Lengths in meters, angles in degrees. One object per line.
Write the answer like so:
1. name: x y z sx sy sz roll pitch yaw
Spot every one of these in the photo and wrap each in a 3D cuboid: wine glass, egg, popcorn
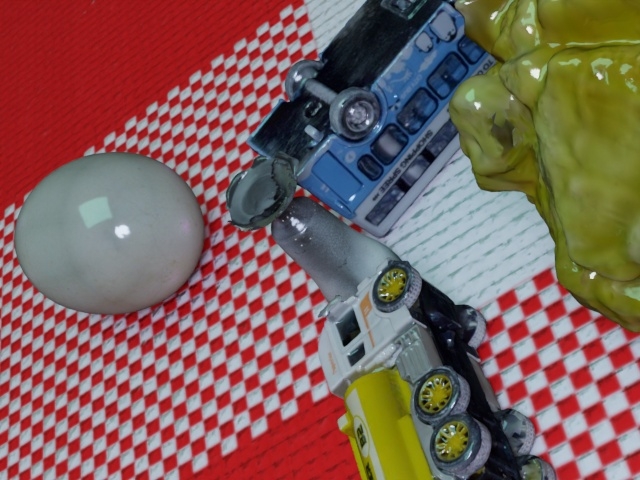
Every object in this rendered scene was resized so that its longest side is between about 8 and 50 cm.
1. wine glass: 0.000 0.000 0.985 0.072 0.155 0.072 -25 45 27
2. egg: -0.201 -0.006 1.180 0.209 0.151 0.151 -3 57 42
3. popcorn: 0.212 -0.083 0.780 0.258 0.270 0.224 -40 -5 28

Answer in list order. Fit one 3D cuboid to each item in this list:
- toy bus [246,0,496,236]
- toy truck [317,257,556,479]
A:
1. toy bus: 0.083 -0.151 1.051 0.297 0.131 0.106 -50 39 0
2. toy truck: 0.068 0.124 0.870 0.114 0.098 0.226 -40 41 20
